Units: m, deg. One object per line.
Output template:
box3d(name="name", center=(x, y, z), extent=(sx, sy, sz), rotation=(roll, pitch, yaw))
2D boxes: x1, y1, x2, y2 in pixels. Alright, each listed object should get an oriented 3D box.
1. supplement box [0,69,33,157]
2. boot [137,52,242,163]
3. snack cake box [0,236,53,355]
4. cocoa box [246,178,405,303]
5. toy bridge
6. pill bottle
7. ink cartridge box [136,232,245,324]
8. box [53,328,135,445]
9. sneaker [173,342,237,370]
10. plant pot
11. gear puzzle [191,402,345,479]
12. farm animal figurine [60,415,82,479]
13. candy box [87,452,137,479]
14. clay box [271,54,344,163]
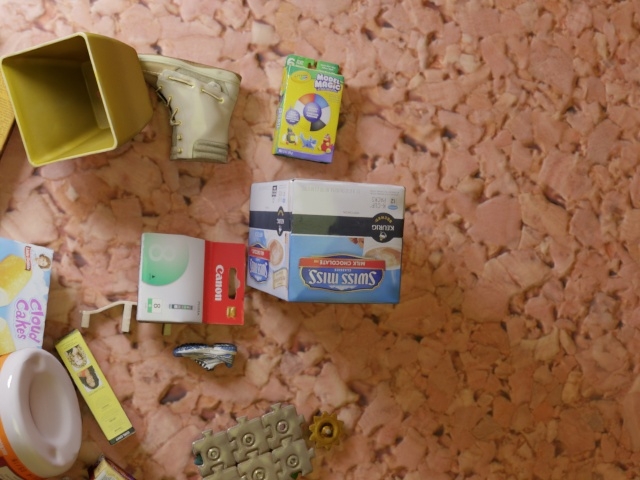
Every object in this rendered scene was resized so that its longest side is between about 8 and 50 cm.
box3d(name="supplement box", center=(-0.632, -0.227, 1.758), extent=(0.080, 0.078, 0.233), rotation=(20, 86, -17))
box3d(name="boot", center=(-0.302, -0.265, 1.853), extent=(0.262, 0.095, 0.203), rotation=(9, 91, -20))
box3d(name="snack cake box", center=(-0.599, 0.133, 1.703), extent=(0.152, 0.089, 0.264), rotation=(15, 62, -32))
box3d(name="cocoa box", center=(0.000, 0.000, 1.817), extent=(0.231, 0.347, 0.228), rotation=(3, 92, -17))
box3d(name="toy bridge", center=(-0.399, 0.156, 1.866), extent=(0.188, 0.026, 0.063), rotation=(8, 87, -17))
box3d(name="pill bottle", center=(-0.632, 0.337, 1.548), extent=(0.392, 0.224, 0.224), rotation=(-18, 97, 9))
box3d(name="ink cartridge box", center=(-0.262, 0.083, 1.879), extent=(0.225, 0.056, 0.181), rotation=(3, 80, -15))
box3d(name="box", center=(-0.455, 0.293, 1.823), extent=(0.058, 0.087, 0.232), rotation=(-30, 99, -16))
box3d(name="sneaker", center=(-0.242, 0.247, 1.905), extent=(0.135, 0.052, 0.058), rotation=(3, 95, -17))
box3d(name="plant pot", center=(-0.441, -0.276, 1.730), extent=(0.212, 0.187, 0.212), rotation=(-8, 102, 27))
box3d(name="gear puzzle", center=(-0.106, 0.443, 1.961), extent=(0.339, 0.044, 0.175), rotation=(-18, 95, -19))
box3d(name="farm animal figurine", center=(-0.546, 0.440, 1.726), extent=(0.330, 0.172, 0.326), rotation=(28, 70, -17))
box3d(name="candy box", center=(-0.383, 0.516, 1.838), extent=(0.187, 0.109, 0.053), rotation=(42, 79, -13))
box3d(name="clay box", center=(-0.025, -0.284, 1.955), extent=(0.127, 0.053, 0.222), rotation=(8, 90, -18))
